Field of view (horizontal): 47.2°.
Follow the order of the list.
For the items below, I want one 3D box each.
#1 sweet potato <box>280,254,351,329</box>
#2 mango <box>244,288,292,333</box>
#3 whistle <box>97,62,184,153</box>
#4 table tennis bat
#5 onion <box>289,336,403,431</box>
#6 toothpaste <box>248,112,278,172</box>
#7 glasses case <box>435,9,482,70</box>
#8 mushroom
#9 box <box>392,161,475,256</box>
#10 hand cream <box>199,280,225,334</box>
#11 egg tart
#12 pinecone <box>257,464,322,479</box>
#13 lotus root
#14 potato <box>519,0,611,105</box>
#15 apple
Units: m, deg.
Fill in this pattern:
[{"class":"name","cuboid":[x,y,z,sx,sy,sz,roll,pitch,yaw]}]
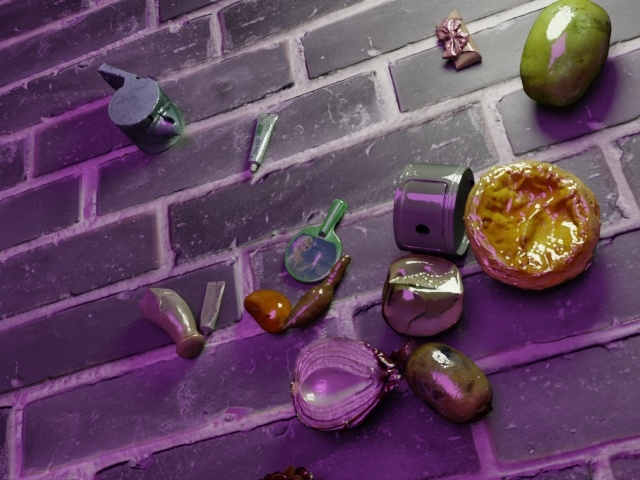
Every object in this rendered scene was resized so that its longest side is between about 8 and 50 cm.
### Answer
[{"class":"sweet potato","cuboid":[0.000,0.147,1.903,0.075,0.074,0.269,29,66,30]},{"class":"mango","cuboid":[-0.138,0.176,1.930,0.105,0.084,0.159,-45,58,-12]},{"class":"whistle","cuboid":[-0.581,-0.453,2.375,0.188,0.168,0.404,-30,58,4]},{"class":"table tennis bat","cuboid":[0.000,0.000,1.998,0.161,0.039,0.257,23,76,27]},{"class":"onion","cuboid":[0.074,0.344,1.735,0.284,0.120,0.227,-9,63,25]},{"class":"toothpaste","cuboid":[-0.181,-0.299,2.222,0.064,0.041,0.218,7,64,12]},{"class":"glasses case","cuboid":[0.386,-0.590,2.136,0.103,0.070,0.193,-23,58,10]},{"class":"mushroom","cuboid":[-0.405,0.212,2.008,0.108,0.096,0.247,-33,57,-25]},{"class":"box","cuboid":[0.285,-0.078,1.815,0.150,0.226,0.226,6,67,24]},{"class":"hand cream","cuboid":[-0.302,0.185,2.024,0.057,0.037,0.165,-5,55,19]},{"class":"egg tart","cuboid":[0.500,-0.030,1.755,0.342,0.132,0.341,-3,66,7]},{"class":"pinecone","cuboid":[-0.077,0.611,1.612,0.222,0.221,0.221,-9,61,17]},{"class":"lotus root","cuboid":[0.269,0.305,1.668,0.278,0.154,0.154,36,80,32]},{"class":"potato","cuboid":[0.637,-0.496,1.915,0.216,0.216,0.304,23,71,29]},{"class":"apple","cuboid":[0.244,0.136,1.756,0.189,0.173,0.207,7,63,2]}]
